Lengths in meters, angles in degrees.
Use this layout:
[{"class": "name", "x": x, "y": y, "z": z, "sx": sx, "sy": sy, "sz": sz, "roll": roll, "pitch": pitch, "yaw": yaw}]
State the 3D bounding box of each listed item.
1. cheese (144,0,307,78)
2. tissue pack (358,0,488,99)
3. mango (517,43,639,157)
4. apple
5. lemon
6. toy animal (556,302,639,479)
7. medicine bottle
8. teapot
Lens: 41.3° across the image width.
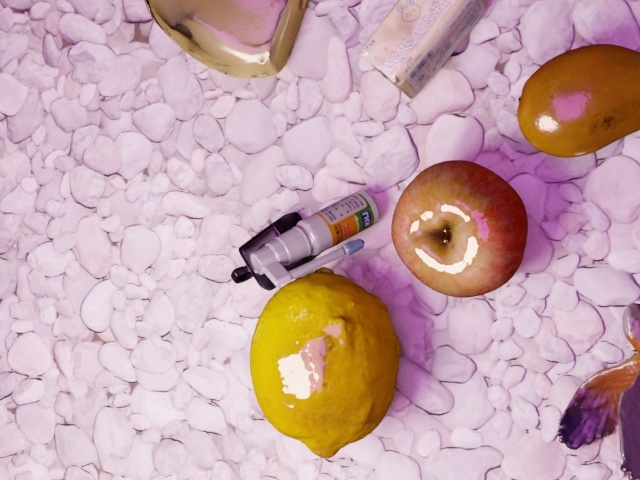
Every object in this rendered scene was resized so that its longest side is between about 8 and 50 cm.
[{"class": "cheese", "x": -0.169, "y": -0.423, "z": 1.450, "sx": 0.315, "sy": 0.128, "sz": 0.260, "roll": 20, "pitch": 86, "yaw": 13}, {"class": "tissue pack", "x": 0.163, "y": -0.328, "z": 1.309, "sx": 0.092, "sy": 0.148, "sz": 0.196, "roll": 43, "pitch": 100, "yaw": 15}, {"class": "mango", "x": 0.395, "y": -0.210, "z": 1.237, "sx": 0.221, "sy": 0.120, "sz": 0.152, "roll": -26, "pitch": 82, "yaw": 10}, {"class": "apple", "x": 0.208, "y": -0.018, "z": 1.270, "sx": 0.209, "sy": 0.164, "sz": 0.210, "roll": 2, "pitch": 94, "yaw": 30}, {"class": "lemon", "x": 0.006, "y": 0.185, "z": 1.297, "sx": 0.233, "sy": 0.233, "sz": 0.288, "roll": -7, "pitch": 79, "yaw": 19}, {"class": "toy animal", "x": 0.525, "y": 0.230, "z": 1.166, "sx": 0.284, "sy": 0.225, "sz": 0.302, "roll": 23, "pitch": 83, "yaw": 1}, {"class": "medicine bottle", "x": 0.000, "y": 0.000, "z": 1.326, "sx": 0.220, "sy": 0.061, "sz": 0.092, "roll": -27, "pitch": 53, "yaw": -24}, {"class": "teapot", "x": -0.079, "y": 0.017, "z": 1.403, "sx": 0.177, "sy": 0.096, "sz": 0.087, "roll": -36, "pitch": 76, "yaw": 15}]
